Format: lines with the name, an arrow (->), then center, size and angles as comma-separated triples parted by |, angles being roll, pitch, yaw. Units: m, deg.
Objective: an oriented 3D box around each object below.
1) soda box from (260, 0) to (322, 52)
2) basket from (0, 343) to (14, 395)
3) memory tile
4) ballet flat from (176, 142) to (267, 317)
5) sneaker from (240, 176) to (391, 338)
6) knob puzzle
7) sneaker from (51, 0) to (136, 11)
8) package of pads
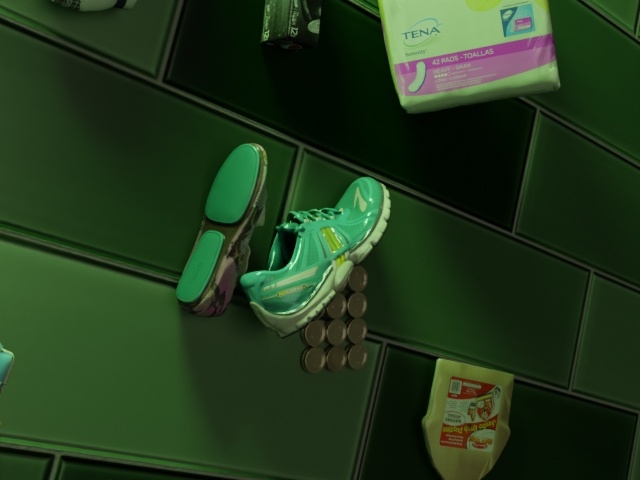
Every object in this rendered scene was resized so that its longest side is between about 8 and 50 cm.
soda box -> -0.032, -0.333, 1.163 | 0.053, 0.060, 0.169 | 8, 86, -38
basket -> -0.435, 0.132, 0.779 | 0.289, 0.201, 0.254 | 21, 77, -29
memory tile -> 0.020, 0.108, 1.243 | 0.113, 0.012, 0.148 | 0, 92, -37
ballet flat -> -0.109, -0.009, 1.113 | 0.079, 0.077, 0.221 | 30, 77, -53
sneaker -> 0.000, 0.000, 1.160 | 0.110, 0.107, 0.275 | 48, 53, -13
knob puzzle -> 0.220, 0.289, 1.388 | 0.213, 0.030, 0.213 | -1, 91, -38
sneaker -> -0.256, -0.370, 0.981 | 0.095, 0.090, 0.235 | -7, 94, -27
package of pads -> 0.193, -0.335, 1.239 | 0.101, 0.229, 0.296 | -43, 124, -72
